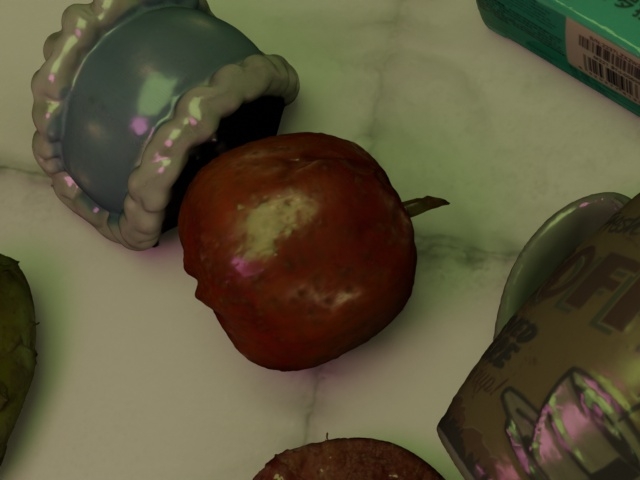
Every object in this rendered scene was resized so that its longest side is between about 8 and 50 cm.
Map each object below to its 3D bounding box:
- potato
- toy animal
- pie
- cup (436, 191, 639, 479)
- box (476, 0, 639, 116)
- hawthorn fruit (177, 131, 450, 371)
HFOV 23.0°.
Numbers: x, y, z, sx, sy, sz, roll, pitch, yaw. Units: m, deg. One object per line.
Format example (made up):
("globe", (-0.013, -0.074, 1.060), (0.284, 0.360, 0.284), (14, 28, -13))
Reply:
("potato", (-0.287, 0.113, 1.246), (0.117, 0.090, 0.225), (0, 71, 29))
("toy animal", (-0.136, -0.114, 1.267), (0.204, 0.156, 0.208), (41, 79, 20))
("pie", (0.025, 0.223, 1.128), (0.182, 0.049, 0.182), (1, 57, -2))
("cup", (0.203, 0.082, 1.096), (0.257, 0.227, 0.301), (-34, 37, 3))
("box", (0.291, -0.262, 1.245), (0.205, 0.118, 0.311), (36, 81, 21))
("hawthorn fruit", (0.000, 0.000, 1.178), (0.200, 0.179, 0.179), (-19, 66, 7))
